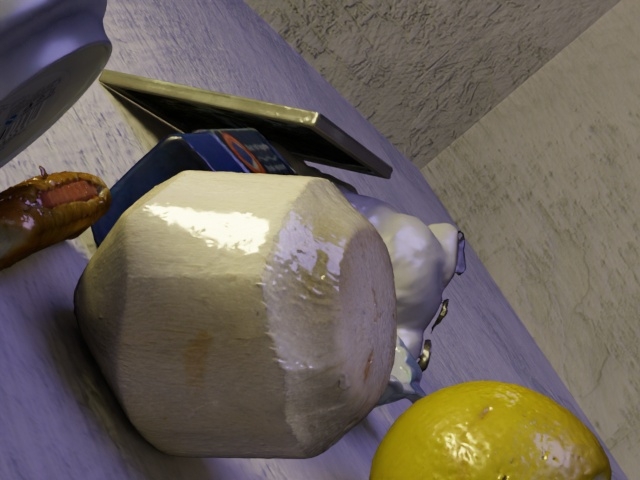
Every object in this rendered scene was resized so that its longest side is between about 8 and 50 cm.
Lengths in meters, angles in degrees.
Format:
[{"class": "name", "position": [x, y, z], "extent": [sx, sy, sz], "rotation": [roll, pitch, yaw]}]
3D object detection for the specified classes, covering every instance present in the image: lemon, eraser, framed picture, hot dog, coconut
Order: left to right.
[{"class": "hot dog", "position": [-0.237, -0.019, 1.371], "extent": [0.061, 0.088, 0.286], "rotation": [51, 5, -1]}, {"class": "eraser", "position": [-0.127, -0.037, 1.687], "extent": [0.101, 0.155, 0.332], "rotation": [48, 11, 5]}, {"class": "coconut", "position": [-0.079, 0.060, 1.338], "extent": [0.237, 0.266, 0.237], "rotation": [1, 90, -66]}, {"class": "framed picture", "position": [-0.092, -0.147, 2.076], "extent": [0.324, 0.020, 0.240], "rotation": [14, -7, 26]}, {"class": "lemon", "position": [0.156, 0.250, 1.650], "extent": [0.219, 0.240, 0.240], "rotation": [33, 2, 26]}]

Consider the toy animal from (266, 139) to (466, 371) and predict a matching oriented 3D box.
[{"class": "toy animal", "position": [0.000, 0.000, 2.069], "extent": [0.357, 0.194, 0.258], "rotation": [31, 27, -23]}]

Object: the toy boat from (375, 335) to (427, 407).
[{"class": "toy boat", "position": [0.017, 0.120, 1.875], "extent": [0.290, 0.100, 0.199], "rotation": [40, 15, -41]}]

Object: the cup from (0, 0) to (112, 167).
[{"class": "cup", "position": [-0.333, -0.200, 1.142], "extent": [0.327, 0.237, 0.323], "rotation": [50, 10, 2]}]
